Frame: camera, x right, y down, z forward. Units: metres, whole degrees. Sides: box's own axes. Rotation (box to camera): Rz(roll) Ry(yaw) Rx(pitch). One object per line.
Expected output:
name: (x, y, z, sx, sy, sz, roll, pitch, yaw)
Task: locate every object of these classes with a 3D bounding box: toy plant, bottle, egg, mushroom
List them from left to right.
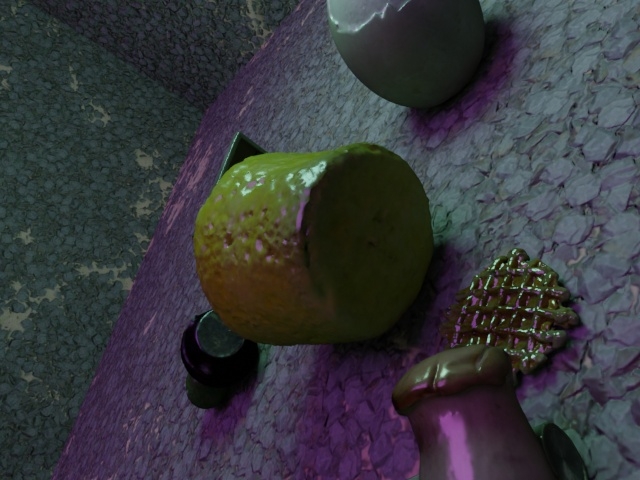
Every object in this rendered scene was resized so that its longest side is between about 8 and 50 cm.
toy plant: (-0.236, 0.263, 1.219, 0.235, 0.175, 0.218, 109, -179, -56)
egg: (0.156, -0.433, 1.030, 0.278, 0.336, 0.278, -36, 33, 28)
bottle: (0.175, 0.264, 0.569, 0.201, 0.072, 0.072, -41, 32, 34)
mushroom: (0.156, 0.291, 0.426, 0.154, 0.137, 0.407, 123, 143, -50)

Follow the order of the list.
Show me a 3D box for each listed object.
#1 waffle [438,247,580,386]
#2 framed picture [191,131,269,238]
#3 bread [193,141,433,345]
waffle: (0.231, 0.103, 0.676, 0.183, 0.036, 0.169, -51, 29, 20)
framed picture: (-0.076, -0.031, 1.034, 0.020, 0.324, 0.241, -15, 51, 45)
bread: (0.000, 0.000, 0.867, 0.307, 0.348, 0.348, -13, 52, 49)
